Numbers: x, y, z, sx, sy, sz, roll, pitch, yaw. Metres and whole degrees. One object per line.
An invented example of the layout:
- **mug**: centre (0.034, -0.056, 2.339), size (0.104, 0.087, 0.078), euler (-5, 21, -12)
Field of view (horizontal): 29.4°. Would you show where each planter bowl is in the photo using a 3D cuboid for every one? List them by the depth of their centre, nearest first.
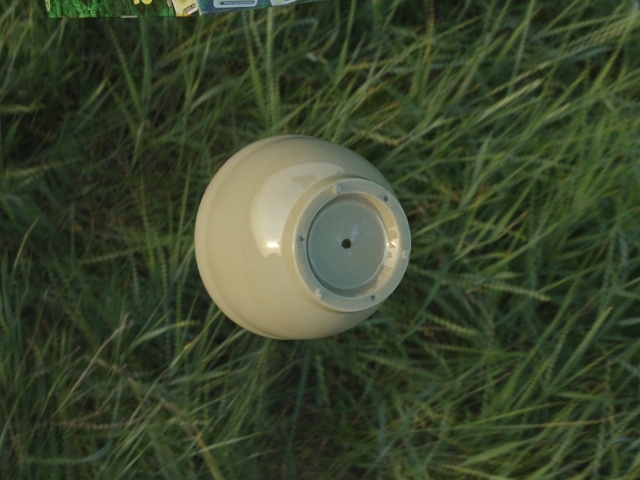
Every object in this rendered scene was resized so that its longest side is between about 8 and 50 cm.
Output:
- **planter bowl**: centre (0.000, 0.000, 0.909), size (0.162, 0.109, 0.162), euler (-2, 94, -26)

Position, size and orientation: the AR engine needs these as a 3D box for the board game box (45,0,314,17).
- **board game box**: centre (0.033, -0.117, 0.495), size (0.260, 0.136, 0.030), euler (-13, 103, -30)
